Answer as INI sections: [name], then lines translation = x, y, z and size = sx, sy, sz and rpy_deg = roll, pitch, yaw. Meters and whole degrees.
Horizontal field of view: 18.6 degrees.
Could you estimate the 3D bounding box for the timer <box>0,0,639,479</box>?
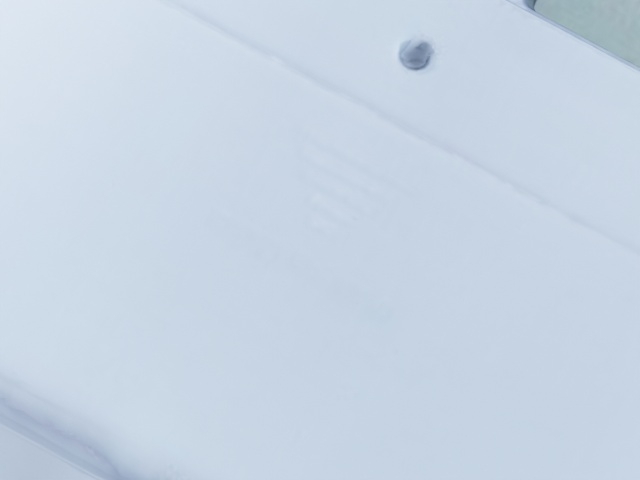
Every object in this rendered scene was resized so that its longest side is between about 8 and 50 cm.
[timer]
translation = 0.000, 0.000, 0.509
size = 0.194, 0.192, 0.195
rpy_deg = -61, -1, -19
